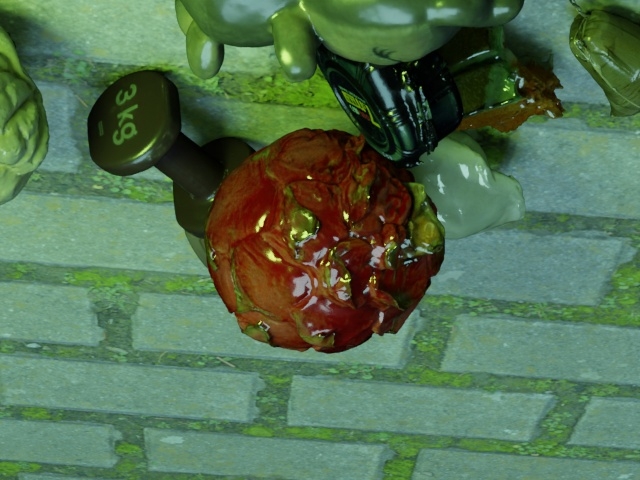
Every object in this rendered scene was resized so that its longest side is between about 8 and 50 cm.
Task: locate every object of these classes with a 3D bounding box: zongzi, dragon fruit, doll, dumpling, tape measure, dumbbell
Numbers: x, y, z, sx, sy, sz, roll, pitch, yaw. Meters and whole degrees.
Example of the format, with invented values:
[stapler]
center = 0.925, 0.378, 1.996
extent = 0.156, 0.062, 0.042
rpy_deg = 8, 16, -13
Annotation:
[zongzi]
center = 0.319, -0.202, 2.087
extent = 0.189, 0.081, 0.178
rpy_deg = 21, 158, -20
[dragon fruit]
center = 0.000, 0.000, 2.153
extent = 0.277, 0.277, 0.342
rpy_deg = 24, 152, -35
[doll]
center = 0.013, -0.309, 1.727
extent = 0.382, 0.252, 0.378
rpy_deg = -9, 151, 8
[dumpling]
center = 0.147, -0.078, 2.274
extent = 0.250, 0.132, 0.162
rpy_deg = 22, 159, -4
[tape measure]
center = 0.076, -0.180, 1.995
extent = 0.112, 0.199, 0.186
rpy_deg = -34, 120, -11
[dumbbell]
center = -0.179, -0.105, 2.239
extent = 0.124, 0.140, 0.225
rpy_deg = -24, 144, 23

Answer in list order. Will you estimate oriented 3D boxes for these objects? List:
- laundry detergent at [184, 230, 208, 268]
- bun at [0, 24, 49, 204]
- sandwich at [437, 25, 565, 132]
[laundry detergent]
center = -0.055, -0.012, 2.476
extent = 0.237, 0.076, 0.171
rpy_deg = -6, 152, 11
[bun]
center = -0.426, -0.162, 2.059
extent = 0.205, 0.281, 0.281
rpy_deg = -26, 159, -19
[sandwich]
center = 0.178, -0.178, 2.118
extent = 0.185, 0.109, 0.160
rpy_deg = -22, 164, 36
